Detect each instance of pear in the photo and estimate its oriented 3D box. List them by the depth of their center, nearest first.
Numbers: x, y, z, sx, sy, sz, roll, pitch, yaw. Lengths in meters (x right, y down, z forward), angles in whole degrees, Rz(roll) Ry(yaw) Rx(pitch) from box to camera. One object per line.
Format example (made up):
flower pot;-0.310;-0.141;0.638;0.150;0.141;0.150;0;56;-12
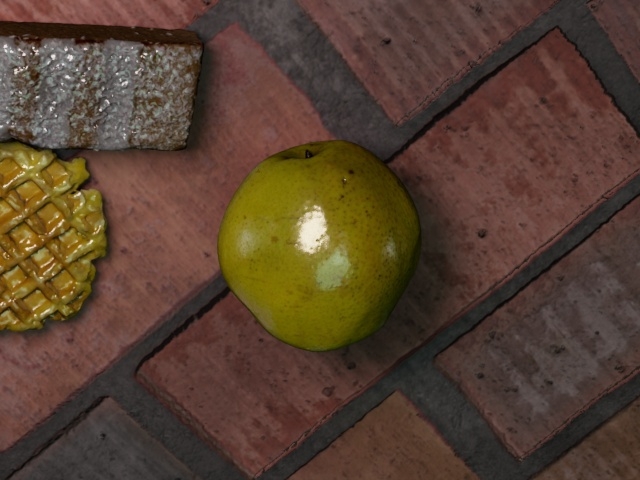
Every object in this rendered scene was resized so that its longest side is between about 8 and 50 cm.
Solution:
pear;0.000;0.000;2.057;0.294;0.294;0.294;-8;120;-13

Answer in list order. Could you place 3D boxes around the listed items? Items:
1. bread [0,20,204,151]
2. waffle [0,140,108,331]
bread;-0.366;-0.202;1.920;0.417;0.113;0.165;-1;120;-18
waffle;-0.455;-0.001;2.029;0.325;0.068;0.302;6;115;-18
